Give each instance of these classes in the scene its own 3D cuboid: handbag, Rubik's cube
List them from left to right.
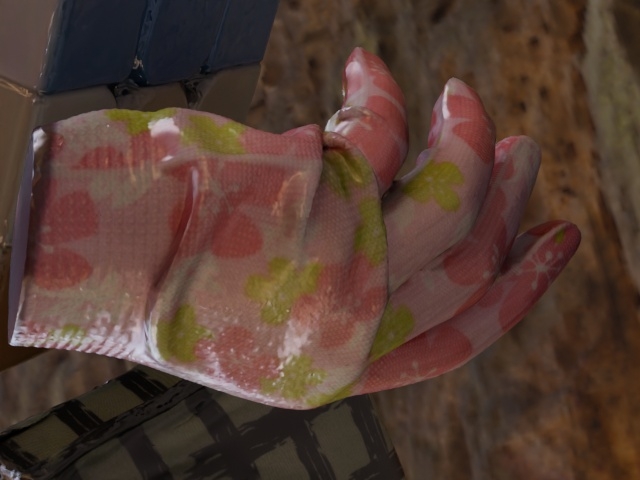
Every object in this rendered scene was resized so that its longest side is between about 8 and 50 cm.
[{"bbox_3d":[-0.274,-0.138,1.092,0.344,0.346,0.347,-25,-43,-62],"label":"Rubik's cube"},{"bbox_3d":[-0.077,0.242,1.082,0.327,0.162,0.325,-26,-83,-40],"label":"handbag"}]

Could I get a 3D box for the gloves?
[{"bbox_3d":[0.002,0.006,0.535,0.241,0.145,0.126,5,-149,-16],"label":"gloves"}]
